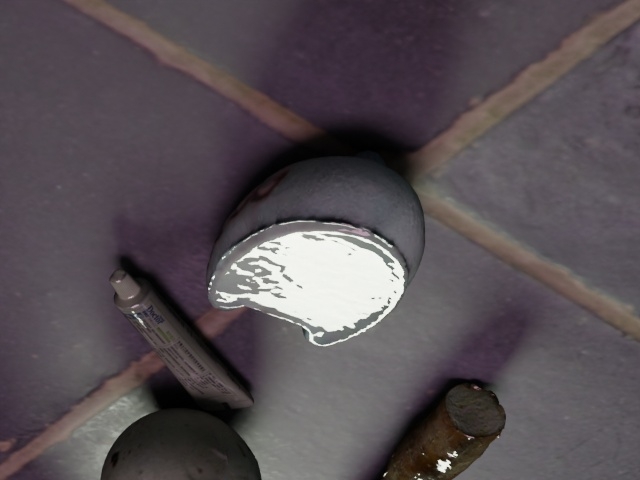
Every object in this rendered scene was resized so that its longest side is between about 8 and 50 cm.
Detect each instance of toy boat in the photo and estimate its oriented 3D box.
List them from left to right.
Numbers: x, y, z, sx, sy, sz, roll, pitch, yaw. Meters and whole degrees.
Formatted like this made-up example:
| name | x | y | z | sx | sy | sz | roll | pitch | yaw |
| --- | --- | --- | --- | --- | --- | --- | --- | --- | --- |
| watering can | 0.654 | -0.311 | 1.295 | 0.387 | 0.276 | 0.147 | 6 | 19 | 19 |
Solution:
| name | x | y | z | sx | sy | sz | roll | pitch | yaw |
| --- | --- | --- | --- | --- | --- | --- | --- | --- | --- |
| toy boat | 0.000 | 0.000 | 1.322 | 0.134 | 0.078 | 0.207 | 23 | 148 | -11 |

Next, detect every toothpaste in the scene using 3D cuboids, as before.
| name | x | y | z | sx | sy | sz | roll | pitch | yaw |
| --- | --- | --- | --- | --- | --- | --- | --- | --- | --- |
| toothpaste | -0.112 | 0.080 | 1.447 | 0.048 | 0.029 | 0.197 | -10 | 142 | 21 |

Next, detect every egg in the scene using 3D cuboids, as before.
| name | x | y | z | sx | sy | sz | roll | pitch | yaw |
| --- | --- | --- | --- | --- | --- | --- | --- | --- | --- |
| egg | -0.106 | 0.206 | 1.521 | 0.131 | 0.131 | 0.164 | -16 | 149 | 21 |

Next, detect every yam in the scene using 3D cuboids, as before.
| name | x | y | z | sx | sy | sz | roll | pitch | yaw |
| --- | --- | --- | --- | --- | --- | --- | --- | --- | --- |
| yam | 0.076 | 0.203 | 1.561 | 0.061 | 0.061 | 0.253 | 15 | 138 | -15 |
